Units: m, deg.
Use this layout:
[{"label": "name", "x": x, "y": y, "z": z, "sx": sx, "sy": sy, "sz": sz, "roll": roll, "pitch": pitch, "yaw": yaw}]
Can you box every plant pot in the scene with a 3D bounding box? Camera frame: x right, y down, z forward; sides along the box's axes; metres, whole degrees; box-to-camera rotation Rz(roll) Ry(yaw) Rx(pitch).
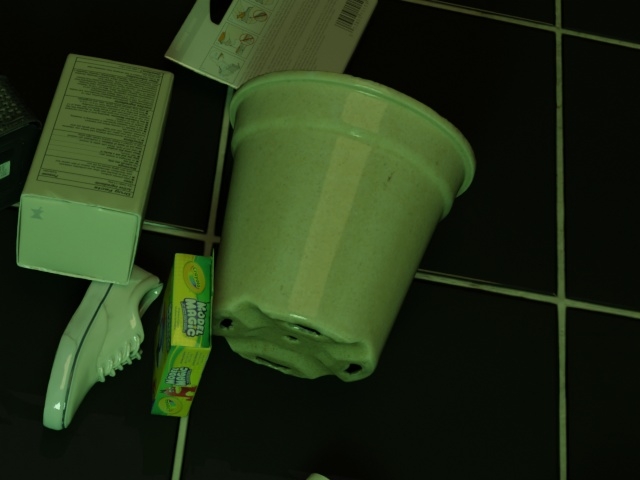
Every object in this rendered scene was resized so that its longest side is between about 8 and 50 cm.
[{"label": "plant pot", "x": 0.000, "y": 0.000, "z": 1.894, "sx": 0.334, "sy": 0.334, "sz": 0.305, "roll": 18, "pitch": 67, "yaw": -2}]

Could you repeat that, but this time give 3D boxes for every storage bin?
[{"label": "storage bin", "x": -0.434, "y": -0.113, "z": 1.913, "sx": 0.122, "sy": 0.180, "sz": 0.084, "roll": -28, "pitch": 70, "yaw": -27}]

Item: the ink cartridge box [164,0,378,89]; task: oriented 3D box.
[{"label": "ink cartridge box", "x": -0.071, "y": -0.297, "z": 2.192, "sx": 0.239, "sy": 0.060, "sz": 0.275, "roll": 23, "pitch": 57, "yaw": 2}]

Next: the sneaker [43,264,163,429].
[{"label": "sneaker", "x": -0.268, "y": 0.127, "z": 1.856, "sx": 0.091, "sy": 0.094, "sz": 0.258, "roll": 18, "pitch": 55, "yaw": 3}]

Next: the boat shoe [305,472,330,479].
[{"label": "boat shoe", "x": 0.072, "y": 0.418, "z": 1.751, "sx": 0.324, "sy": 0.116, "sz": 0.097, "roll": 43, "pitch": 67, "yaw": 15}]

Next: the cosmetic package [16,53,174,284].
[{"label": "cosmetic package", "x": -0.288, "y": -0.097, "z": 1.929, "sx": 0.153, "sy": 0.129, "sz": 0.296, "roll": 12, "pitch": 42, "yaw": -4}]

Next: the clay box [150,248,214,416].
[{"label": "clay box", "x": -0.167, "y": 0.111, "z": 1.815, "sx": 0.053, "sy": 0.222, "sz": 0.127, "roll": 5, "pitch": 57, "yaw": -11}]
